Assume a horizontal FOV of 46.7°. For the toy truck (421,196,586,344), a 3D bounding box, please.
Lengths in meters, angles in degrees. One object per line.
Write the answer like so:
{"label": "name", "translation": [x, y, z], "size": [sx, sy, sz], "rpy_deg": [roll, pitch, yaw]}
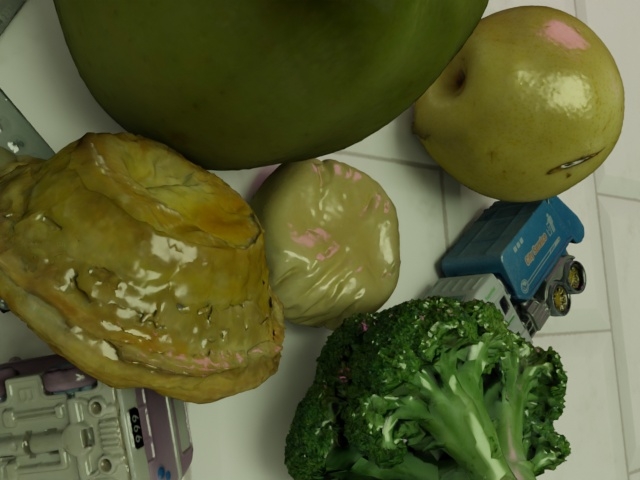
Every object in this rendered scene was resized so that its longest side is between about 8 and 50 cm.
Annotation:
{"label": "toy truck", "translation": [0.298, 0.069, 1.190], "size": [0.367, 0.146, 0.175], "rpy_deg": [-44, 111, -38]}

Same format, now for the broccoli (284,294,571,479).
{"label": "broccoli", "translation": [0.141, 0.232, 0.916], "size": [0.321, 0.309, 0.414], "rpy_deg": [-30, 135, -55]}

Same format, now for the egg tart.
{"label": "egg tart", "translation": [-0.159, 0.000, 0.679], "size": [0.341, 0.129, 0.341], "rpy_deg": [30, 22, -13]}

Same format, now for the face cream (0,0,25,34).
{"label": "face cream", "translation": [-0.420, -0.312, 0.685], "size": [0.314, 0.089, 0.143], "rpy_deg": [43, 44, -32]}

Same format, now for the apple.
{"label": "apple", "translation": [-0.050, -0.299, 0.786], "size": [0.473, 0.473, 0.474], "rpy_deg": [9, 76, -39]}

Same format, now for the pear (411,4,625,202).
{"label": "pear", "translation": [0.302, -0.211, 1.152], "size": [0.309, 0.309, 0.309], "rpy_deg": [9, 76, -39]}

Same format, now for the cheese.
{"label": "cheese", "translation": [0.000, 0.000, 0.973], "size": [0.214, 0.117, 0.226], "rpy_deg": [19, 64, -33]}

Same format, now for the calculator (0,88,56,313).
{"label": "calculator", "translation": [-0.346, -0.073, 0.742], "size": [0.262, 0.021, 0.161], "rpy_deg": [53, 52, -20]}

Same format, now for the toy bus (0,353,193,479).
{"label": "toy bus", "translation": [-0.232, 0.174, 0.683], "size": [0.142, 0.202, 0.142], "rpy_deg": [-11, 90, -73]}
